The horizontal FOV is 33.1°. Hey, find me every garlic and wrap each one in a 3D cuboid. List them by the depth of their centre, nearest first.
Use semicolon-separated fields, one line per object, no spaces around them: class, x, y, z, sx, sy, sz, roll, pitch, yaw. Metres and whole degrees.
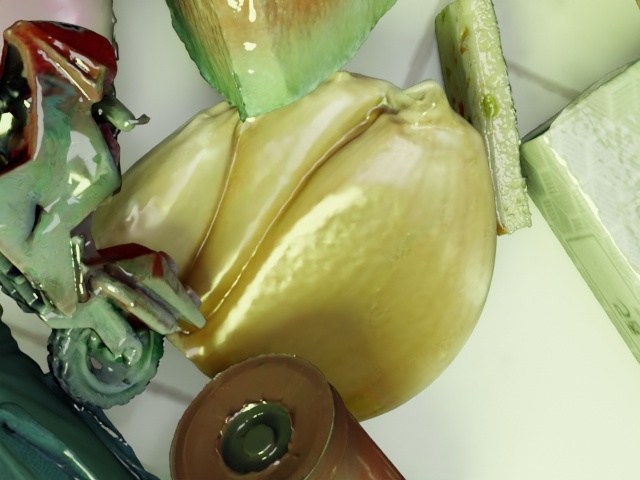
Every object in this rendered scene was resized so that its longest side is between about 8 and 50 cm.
garlic;0.000;0.000;0.647;0.228;0.110;0.217;-40;105;11

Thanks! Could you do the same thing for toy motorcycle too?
toy motorcycle;-0.125;-0.018;0.533;0.122;0.082;0.213;-43;125;-20

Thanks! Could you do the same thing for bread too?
bread;0.100;-0.078;0.682;0.028;0.068;0.154;-9;89;-9

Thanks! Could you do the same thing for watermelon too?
watermelon;-0.052;-0.204;0.552;0.139;0.193;0.257;-34;130;-10

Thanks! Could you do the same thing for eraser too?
eraser;0.268;0.080;0.681;0.096;0.098;0.404;-33;91;-7

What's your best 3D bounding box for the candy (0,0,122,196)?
candy;-0.201;-0.148;0.598;0.155;0.115;0.265;0;87;-34

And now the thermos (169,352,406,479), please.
thermos;0.014;0.161;0.614;0.099;0.124;0.232;-32;133;5

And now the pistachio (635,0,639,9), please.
pistachio;0.262;-0.214;0.622;0.193;0.214;0.318;24;42;2

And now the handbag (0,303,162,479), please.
handbag;-0.177;0.186;0.534;0.222;0.263;0.241;-41;91;0
